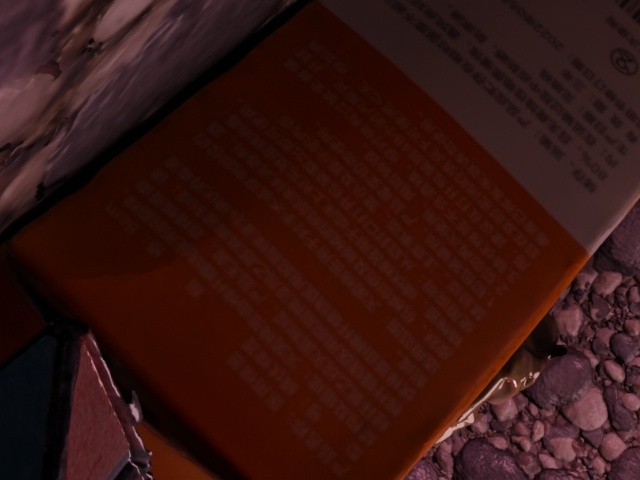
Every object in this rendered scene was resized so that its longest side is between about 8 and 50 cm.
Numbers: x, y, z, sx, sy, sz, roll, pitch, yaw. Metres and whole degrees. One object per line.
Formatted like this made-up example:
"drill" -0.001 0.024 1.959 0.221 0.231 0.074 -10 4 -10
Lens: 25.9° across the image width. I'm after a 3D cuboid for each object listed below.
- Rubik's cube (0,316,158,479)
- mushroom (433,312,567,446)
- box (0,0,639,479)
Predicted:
"Rubik's cube" -0.122 0.148 0.423 0.190 0.178 0.211 49 43 -65
"mushroom" -0.002 0.134 1.291 0.397 0.224 0.313 -45 -169 3
"box" 0.011 0.006 0.577 0.341 0.143 0.225 -43 173 -35
